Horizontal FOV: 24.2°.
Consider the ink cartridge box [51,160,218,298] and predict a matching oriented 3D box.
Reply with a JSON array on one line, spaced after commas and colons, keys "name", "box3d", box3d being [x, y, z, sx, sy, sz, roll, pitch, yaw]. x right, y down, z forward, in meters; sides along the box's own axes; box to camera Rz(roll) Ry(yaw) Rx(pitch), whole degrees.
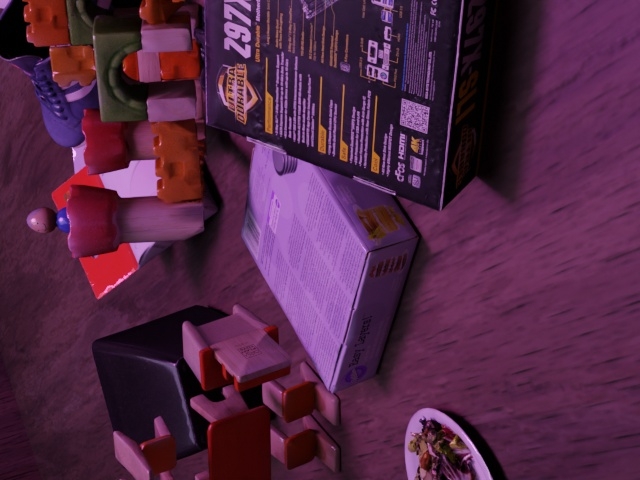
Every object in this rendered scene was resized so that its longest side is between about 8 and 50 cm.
[{"name": "ink cartridge box", "box3d": [-0.269, -0.058, 2.039, 0.066, 0.232, 0.189, 21, -142, -62]}]

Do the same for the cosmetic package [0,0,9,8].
[{"name": "cosmetic package", "box3d": [-0.464, -0.502, 2.060, 0.097, 0.284, 0.377, -77, -6, -48]}]

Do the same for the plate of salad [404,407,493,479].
[{"name": "plate of salad", "box3d": [0.131, 0.272, 1.545, 0.200, 0.048, 0.200, 47, 146, 47]}]

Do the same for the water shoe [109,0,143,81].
[{"name": "water shoe", "box3d": [-0.245, -0.268, 1.991, 0.203, 0.073, 0.080, 60, 151, 28]}]

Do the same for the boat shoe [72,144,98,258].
[{"name": "boat shoe", "box3d": [-0.294, -0.107, 2.168, 0.113, 0.104, 0.306, -17, -80, -84]}]

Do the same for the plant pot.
[{"name": "plant pot", "box3d": [-0.174, 0.200, 2.026, 0.167, 0.188, 0.188, -4, 102, 54]}]

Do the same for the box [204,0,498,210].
[{"name": "box", "box3d": [0.023, -0.208, 1.288, 0.257, 0.079, 0.322, 22, 132, 25]}]

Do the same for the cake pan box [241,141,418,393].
[{"name": "cake pan box", "box3d": [0.000, 0.000, 1.633, 0.246, 0.070, 0.267, 60, 153, 33]}]

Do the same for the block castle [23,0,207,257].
[{"name": "block castle", "box3d": [-0.248, -0.239, 1.707, 0.303, 0.212, 0.453, -97, 4, -61]}]

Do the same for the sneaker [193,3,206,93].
[{"name": "sneaker", "box3d": [-0.086, -0.224, 1.598, 0.267, 0.106, 0.101, -31, 42, 62]}]

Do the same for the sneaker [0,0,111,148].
[{"name": "sneaker", "box3d": [-0.364, -0.242, 1.962, 0.131, 0.148, 0.350, 36, 141, 23]}]

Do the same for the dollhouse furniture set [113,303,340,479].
[{"name": "dollhouse furniture set", "box3d": [-0.096, 0.221, 1.756, 0.135, 0.262, 0.259, 41, 140, 47]}]
